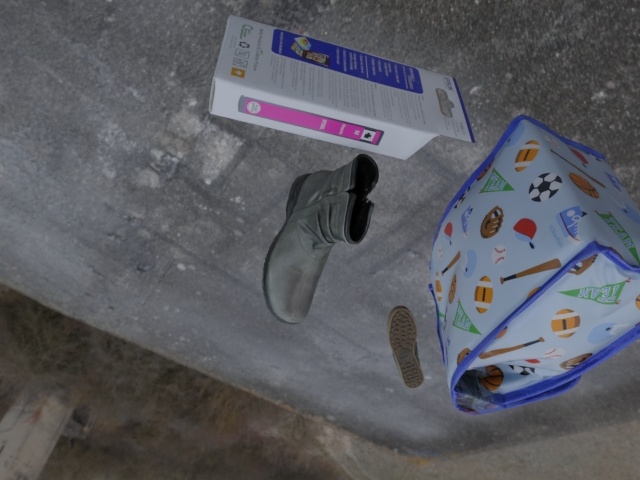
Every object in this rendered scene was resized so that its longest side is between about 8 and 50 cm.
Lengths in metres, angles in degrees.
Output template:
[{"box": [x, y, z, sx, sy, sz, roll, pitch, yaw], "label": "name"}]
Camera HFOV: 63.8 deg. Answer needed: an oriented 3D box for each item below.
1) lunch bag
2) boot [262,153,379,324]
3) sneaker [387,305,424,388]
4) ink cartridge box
[{"box": [0.327, 0.059, 0.848, 0.238, 0.328, 0.386, 21, 128, -16], "label": "lunch bag"}, {"box": [0.000, 0.000, 0.732, 0.083, 0.247, 0.161, 18, 167, -31], "label": "boot"}, {"box": [0.180, 0.223, 1.136, 0.064, 0.086, 0.192, -14, 105, -1], "label": "sneaker"}, {"box": [0.034, -0.217, 0.753, 0.370, 0.176, 0.069, 10, 138, -10], "label": "ink cartridge box"}]
